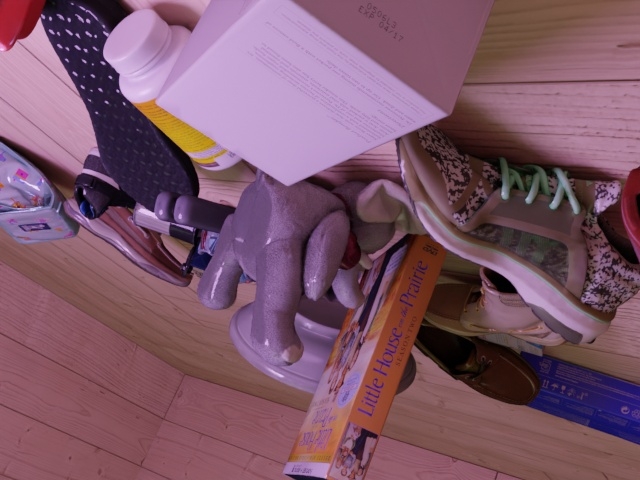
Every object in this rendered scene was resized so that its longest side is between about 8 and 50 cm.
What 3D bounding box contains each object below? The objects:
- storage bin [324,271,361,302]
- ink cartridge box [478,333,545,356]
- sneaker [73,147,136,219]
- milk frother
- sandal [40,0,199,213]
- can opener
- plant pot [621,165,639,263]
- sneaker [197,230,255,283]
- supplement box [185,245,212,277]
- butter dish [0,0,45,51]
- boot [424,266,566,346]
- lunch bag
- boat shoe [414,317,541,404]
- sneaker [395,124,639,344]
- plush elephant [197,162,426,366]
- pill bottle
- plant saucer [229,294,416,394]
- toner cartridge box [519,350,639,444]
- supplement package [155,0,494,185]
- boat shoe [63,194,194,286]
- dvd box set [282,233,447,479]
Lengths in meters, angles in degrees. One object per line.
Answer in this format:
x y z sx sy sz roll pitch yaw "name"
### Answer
0.006 0.033 1.415 0.091 0.098 0.135 44 175 37 "storage bin"
0.347 0.158 1.385 0.122 0.052 0.088 13 157 24 "ink cartridge box"
-0.425 -0.081 1.540 0.079 0.121 0.217 13 157 28 "sneaker"
-0.306 -0.015 1.543 0.134 0.143 0.129 19 167 8 "milk frother"
-0.264 -0.196 1.137 0.167 0.107 0.446 18 147 19 "sandal"
-0.148 -0.056 1.227 0.076 0.095 0.283 12 178 29 "can opener"
0.423 0.026 0.706 0.272 0.272 0.265 0 142 48 "plant pot"
-0.151 0.043 1.541 0.104 0.125 0.262 1 150 48 "sneaker"
-0.246 0.038 1.695 0.056 0.083 0.083 18 160 18 "supplement box"
-0.395 -0.313 0.935 0.159 0.160 0.118 20 -178 11 "butter dish"
0.268 0.086 1.230 0.261 0.095 0.203 10 156 28 "boot"
-0.672 -0.099 1.693 0.262 0.160 0.223 29 162 6 "lunch bag"
0.285 0.232 1.466 0.307 0.111 0.104 30 -167 3 "boat shoe"
0.265 -0.045 0.924 0.410 0.158 0.182 34 126 -22 "sneaker"
0.000 0.000 1.124 0.255 0.330 0.271 10 -176 -33 "plush elephant"
-0.176 -0.194 0.989 0.117 0.117 0.215 7 154 39 "pill bottle"
0.015 0.183 1.578 0.400 0.101 0.400 13 -163 -4 "plant saucer"
0.564 0.328 1.537 0.347 0.075 0.165 17 160 20 "toner cartridge box"
-0.004 -0.192 0.718 0.177 0.175 0.293 31 159 -22 "supplement package"
-0.399 -0.015 1.668 0.324 0.116 0.123 40 167 -23 "boat shoe"
0.070 0.203 1.270 0.062 0.421 0.307 26 161 -6 "dvd box set"
